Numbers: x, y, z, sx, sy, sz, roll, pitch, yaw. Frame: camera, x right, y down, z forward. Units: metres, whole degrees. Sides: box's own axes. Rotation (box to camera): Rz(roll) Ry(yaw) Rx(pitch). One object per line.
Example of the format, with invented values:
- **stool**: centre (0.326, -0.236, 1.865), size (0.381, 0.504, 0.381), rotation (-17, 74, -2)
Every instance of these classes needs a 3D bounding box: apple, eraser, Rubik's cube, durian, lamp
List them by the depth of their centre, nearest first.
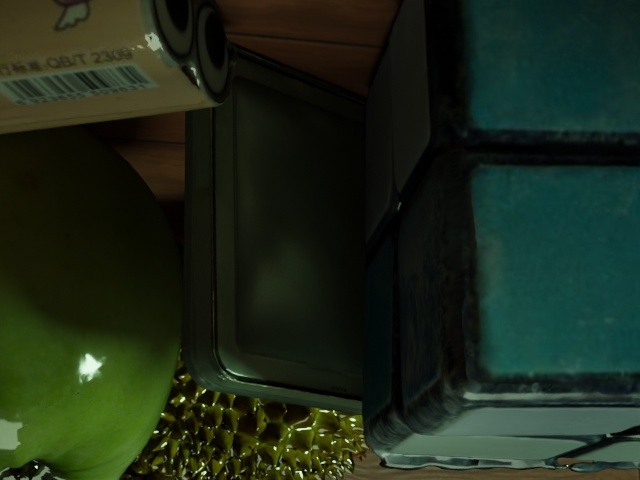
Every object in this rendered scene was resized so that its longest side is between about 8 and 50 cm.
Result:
- **Rubik's cube**: centre (0.200, -0.012, 0.952), size (0.316, 0.318, 0.313), rotation (1, 164, -6)
- **eraser**: centre (-0.224, -0.131, 0.958), size (0.290, 0.087, 0.171), rotation (-6, 161, 16)
- **lamp**: centre (0.000, 0.000, 1.083), size (0.047, 0.266, 0.269), rotation (-15, 158, 41)
- **apple**: centre (-0.279, 0.064, 1.158), size (0.357, 0.357, 0.357), rotation (0, 164, 0)
- **durian**: centre (-0.092, 0.136, 1.439), size (0.347, 0.384, 0.347), rotation (12, 131, 14)
